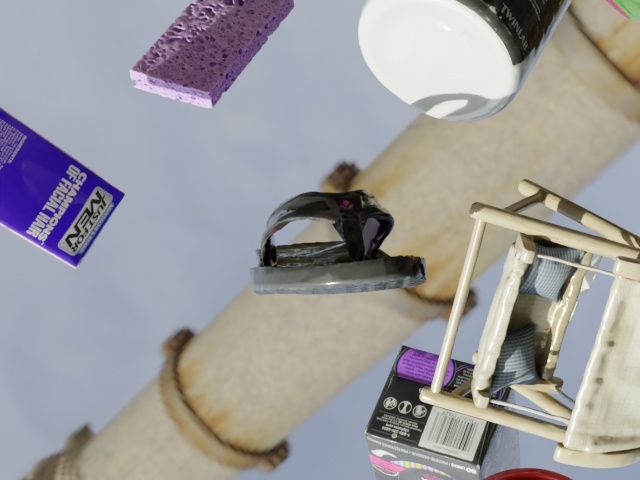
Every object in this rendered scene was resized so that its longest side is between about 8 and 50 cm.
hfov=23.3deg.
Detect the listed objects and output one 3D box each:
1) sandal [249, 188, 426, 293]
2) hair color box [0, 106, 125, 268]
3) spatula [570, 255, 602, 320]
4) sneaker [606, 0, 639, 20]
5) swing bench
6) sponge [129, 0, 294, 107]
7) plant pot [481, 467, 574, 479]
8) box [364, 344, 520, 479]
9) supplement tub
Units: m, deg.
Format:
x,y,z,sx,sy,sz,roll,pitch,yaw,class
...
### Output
x,y,z,sx,sy,sz,roll,pitch,yaw,class
-0.003,0.000,1.646,0.168,0.446,0.107,-5,-87,-10,sandal
-0.371,-0.103,1.582,0.185,0.110,0.339,30,176,33,hair color box
0.328,0.102,2.082,0.019,0.168,0.242,21,173,4,spatula
0.414,-0.494,1.924,0.202,0.482,0.185,-25,-147,-23,sneaker
0.282,0.099,1.750,0.255,0.253,0.165,23,-156,24,swing bench
-0.134,-0.253,1.948,0.117,0.031,0.210,18,-128,24,sponge
0.256,0.407,1.926,0.191,0.174,0.191,1,-138,-1,plant pot
0.170,0.283,2.095,0.165,0.270,0.143,15,-119,19,box
0.187,-0.298,1.722,0.193,0.193,0.316,40,-126,-9,supplement tub
